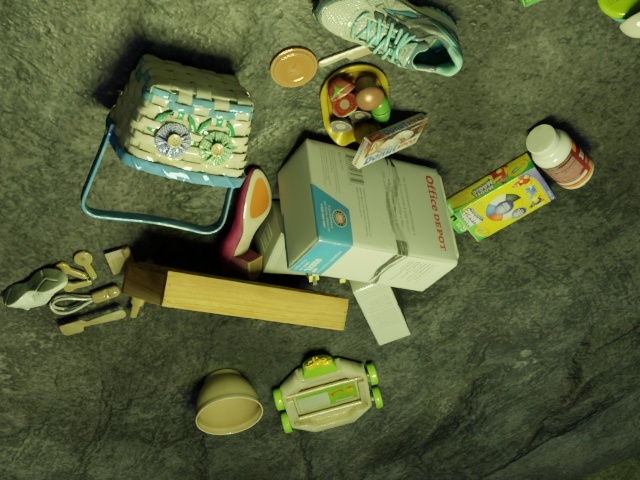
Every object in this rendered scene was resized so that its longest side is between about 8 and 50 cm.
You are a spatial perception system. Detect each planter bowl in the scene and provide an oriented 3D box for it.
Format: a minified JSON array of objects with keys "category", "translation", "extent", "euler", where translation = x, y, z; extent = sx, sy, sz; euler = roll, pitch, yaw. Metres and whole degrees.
[{"category":"planter bowl","translation":[-0.228,0.380,2.237],"extent":[0.162,0.109,0.162],"euler":[-10,140,-8]}]

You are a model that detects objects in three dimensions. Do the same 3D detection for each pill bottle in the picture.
[{"category":"pill bottle","translation":[0.482,-0.171,1.868],"extent":[0.086,0.086,0.152],"euler":[-38,136,23]}]

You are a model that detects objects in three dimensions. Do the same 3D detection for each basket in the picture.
[{"category":"basket","translation":[-0.252,-0.148,1.557],"extent":[0.255,0.201,0.289],"euler":[7,125,-26]}]

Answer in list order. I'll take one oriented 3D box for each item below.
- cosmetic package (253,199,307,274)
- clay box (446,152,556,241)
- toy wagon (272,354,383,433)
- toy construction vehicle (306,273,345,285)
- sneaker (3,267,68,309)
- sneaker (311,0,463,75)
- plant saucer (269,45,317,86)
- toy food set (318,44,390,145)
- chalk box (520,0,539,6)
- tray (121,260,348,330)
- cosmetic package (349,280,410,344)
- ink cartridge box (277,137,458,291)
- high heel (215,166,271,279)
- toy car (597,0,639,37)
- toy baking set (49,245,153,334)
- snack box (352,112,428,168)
[{"category":"cosmetic package","translation":[0.000,0.000,1.891],"extent":[0.238,0.107,0.127],"euler":[3,136,-26]},{"category":"clay box","translation":[0.371,-0.081,1.959],"extent":[0.222,0.053,0.127],"euler":[-32,137,16]},{"category":"toy wagon","translation":[0.015,0.376,2.347],"extent":[0.267,0.068,0.344],"euler":[-15,139,-2]},{"category":"toy construction vehicle","translation":[0.015,0.059,1.858],"extent":[0.086,0.035,0.098],"euler":[-10,143,-6]},{"category":"sneaker","translation":[-0.561,0.098,1.854],"extent":[0.152,0.053,0.061],"euler":[-21,150,22]},{"category":"sneaker","translation":[0.123,-0.346,1.521],"extent":[0.283,0.122,0.110],"euler":[9,133,-27]},{"category":"plant saucer","translation":[-0.046,-0.299,1.602],"extent":[0.084,0.013,0.083],"euler":[-10,139,-9]},{"category":"toy food set","translation":[0.068,-0.242,1.660],"extent":[0.128,0.071,0.218],"euler":[-15,139,-2]},{"category":"chalk box","translation":[0.349,-0.468,1.451],"extent":[0.132,0.132,0.213],"euler":[-23,139,9]},{"category":"tray","translation":[-0.169,0.111,1.874],"extent":[0.411,0.203,0.076],"euler":[12,87,-34]},{"category":"cosmetic package","translation":[0.126,0.121,2.057],"extent":[0.086,0.117,0.231],"euler":[-21,141,7]},{"category":"ink cartridge box","translation":[0.088,-0.043,1.764],"extent":[0.308,0.223,0.129],"euler":[10,145,-28]},{"category":"high heel","translation":[-0.163,-0.045,1.831],"extent":[0.082,0.117,0.244],"euler":[-31,135,-39]},{"category":"toy car","translation":[0.558,-0.434,1.574],"extent":[0.182,0.159,0.136],"euler":[-25,175,10]},{"category":"toy baking set","translation":[-0.454,0.102,1.910],"extent":[0.197,0.030,0.256],"euler":[7,129,-17]},{"category":"snack box","translation":[0.130,-0.186,1.713],"extent":[0.178,0.022,0.064],"euler":[-28,154,-43]}]
